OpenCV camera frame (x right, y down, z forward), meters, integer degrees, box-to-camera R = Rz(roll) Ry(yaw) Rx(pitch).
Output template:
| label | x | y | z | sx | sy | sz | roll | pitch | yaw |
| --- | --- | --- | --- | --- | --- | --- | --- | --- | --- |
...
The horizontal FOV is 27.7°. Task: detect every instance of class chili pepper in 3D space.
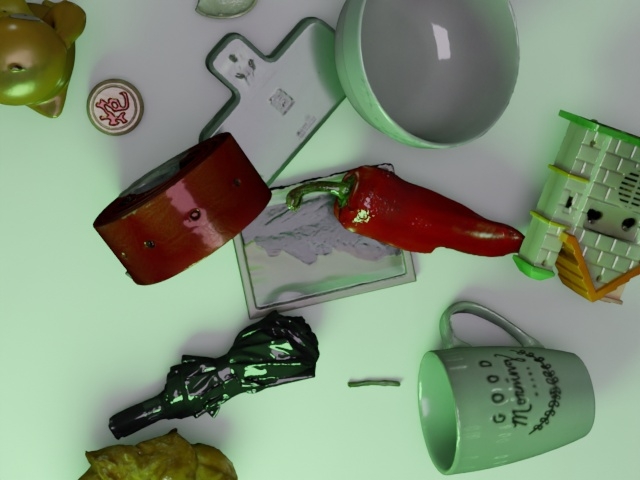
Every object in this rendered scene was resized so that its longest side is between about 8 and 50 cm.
| label | x | y | z | sx | sy | sz | roll | pitch | yaw |
| --- | --- | --- | --- | --- | --- | --- | --- | --- | --- |
| chili pepper | 0.137 | -0.036 | 1.920 | 0.388 | 0.110 | 0.110 | 17 | 96 | -21 |

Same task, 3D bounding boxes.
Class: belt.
| label | x | y | z | sx | sy | sz | roll | pitch | yaw |
| --- | --- | --- | --- | --- | --- | --- | --- | --- | --- |
| belt | -0.193 | -0.044 | 1.797 | 0.227 | 0.324 | 0.115 | -37 | 103 | -16 |

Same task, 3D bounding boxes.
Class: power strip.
| label | x | y | z | sx | sy | sz | roll | pitch | yaw |
| --- | --- | --- | --- | --- | --- | --- | --- | --- | --- |
| power strip | -0.080 | -0.221 | 1.903 | 0.194 | 0.059 | 0.265 | 41 | 92 | -15 |

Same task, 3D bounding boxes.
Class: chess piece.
| label | x | y | z | sx | sy | sz | roll | pitch | yaw |
| --- | --- | --- | --- | --- | --- | --- | --- | --- | --- |
| chess piece | -0.300 | -0.194 | 1.892 | 0.084 | 0.038 | 0.083 | -1 | 100 | -6 |

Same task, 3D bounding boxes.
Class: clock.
| label | x | y | z | sx | sy | sz | roll | pitch | yaw |
| --- | --- | --- | --- | --- | --- | --- | --- | --- | --- |
| clock | 0.424 | -0.041 | 1.949 | 0.220 | 0.106 | 0.255 | 16 | 101 | -25 |

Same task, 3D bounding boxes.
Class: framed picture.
| label | x | y | z | sx | sy | sz | roll | pitch | yaw |
| --- | --- | --- | --- | --- | --- | --- | --- | --- | --- |
| framed picture | 0.000 | 0.000 | 1.970 | 0.265 | 0.018 | 0.192 | -13 | 99 | -5 |

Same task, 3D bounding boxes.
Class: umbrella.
| label | x | y | z | sx | sy | sz | roll | pitch | yaw |
| --- | --- | --- | --- | --- | --- | --- | --- | --- | --- |
| umbrella | -0.162 | 0.213 | 1.948 | 0.340 | 0.118 | 0.118 | -26 | 101 | 4 |

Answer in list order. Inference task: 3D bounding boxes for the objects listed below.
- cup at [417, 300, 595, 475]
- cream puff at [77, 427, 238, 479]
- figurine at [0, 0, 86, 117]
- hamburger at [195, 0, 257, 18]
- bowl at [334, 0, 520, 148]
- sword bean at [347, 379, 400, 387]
| label | x | y | z | sx | sy | sz | roll | pitch | yaw |
| --- | --- | --- | --- | --- | --- | --- | --- | --- | --- |
| cup | 0.276 | 0.211 | 1.972 | 0.234 | 0.186 | 0.258 | -7 | 72 | -14 |
| cream puff | -0.250 | 0.391 | 1.912 | 0.269 | 0.155 | 0.241 | -24 | 135 | -9 |
| figurine | -0.409 | -0.259 | 1.772 | 0.215 | 0.228 | 0.215 | -1 | 78 | 4 |
| hamburger | -0.128 | -0.376 | 1.880 | 0.084 | 0.054 | 0.121 | 17 | 99 | -13 |
| bowl | 0.134 | -0.270 | 1.852 | 0.287 | 0.144 | 0.287 | 0 | 90 | -32 |
| sword bean | 0.083 | 0.223 | 2.017 | 0.083 | 0.012 | 0.012 | -1 | 99 | -6 |
